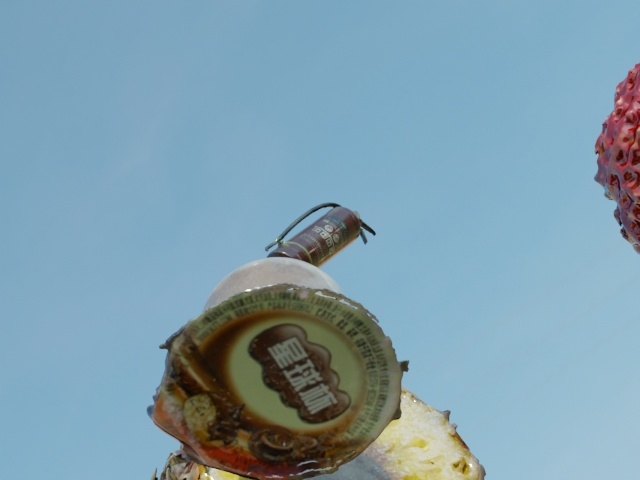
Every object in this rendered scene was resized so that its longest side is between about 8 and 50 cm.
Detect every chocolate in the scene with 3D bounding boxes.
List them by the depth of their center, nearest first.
[{"bbox_3d":[-0.041,0.095,1.141,0.221,0.147,0.221,-3,-64,-7],"label":"chocolate"}]

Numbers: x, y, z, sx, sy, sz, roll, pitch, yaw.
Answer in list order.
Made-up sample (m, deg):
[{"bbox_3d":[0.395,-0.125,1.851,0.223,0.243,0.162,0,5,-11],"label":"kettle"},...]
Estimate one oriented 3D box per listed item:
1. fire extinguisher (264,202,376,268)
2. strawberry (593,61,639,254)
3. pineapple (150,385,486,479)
[{"bbox_3d":[0.000,0.000,1.357,0.043,0.064,0.158,-41,-2,37],"label":"fire extinguisher"},{"bbox_3d":[0.446,-0.125,1.311,0.312,0.267,0.351,-44,-6,-21],"label":"strawberry"},{"bbox_3d":[-0.021,0.301,1.313,0.352,0.352,0.300,-19,-28,-37],"label":"pineapple"}]
